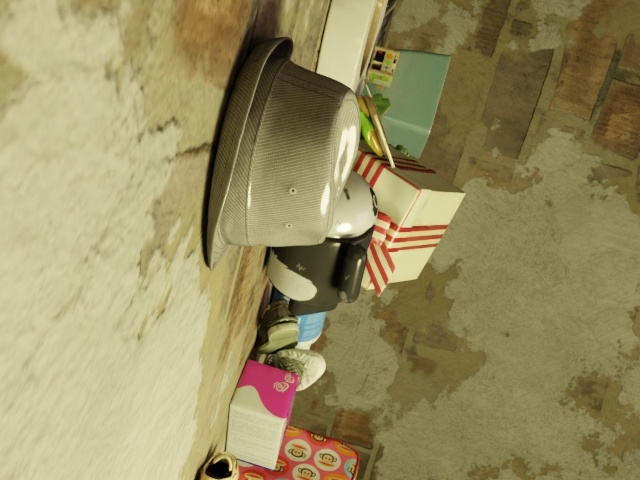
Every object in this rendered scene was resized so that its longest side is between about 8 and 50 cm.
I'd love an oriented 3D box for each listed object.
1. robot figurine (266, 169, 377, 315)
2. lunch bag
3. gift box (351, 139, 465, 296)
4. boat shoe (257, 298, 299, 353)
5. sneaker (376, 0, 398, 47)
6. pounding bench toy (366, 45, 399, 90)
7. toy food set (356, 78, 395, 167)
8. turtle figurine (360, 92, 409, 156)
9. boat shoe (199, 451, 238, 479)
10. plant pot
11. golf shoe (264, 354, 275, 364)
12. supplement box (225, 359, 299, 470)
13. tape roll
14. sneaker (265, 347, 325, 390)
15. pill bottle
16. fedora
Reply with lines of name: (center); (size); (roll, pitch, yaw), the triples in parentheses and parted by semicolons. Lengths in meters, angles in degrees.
robot figurine: (0.003, 0.001, 1.281); (0.173, 0.209, 0.278); (-47, 157, -53)
lunch bag: (-0.069, 0.542, 1.649); (0.258, 0.293, 0.120); (-59, 163, -63)
gift box: (0.105, -0.038, 1.463); (0.258, 0.255, 0.276); (-1, 118, -56)
boat shoe: (-0.086, 0.179, 1.479); (0.228, 0.081, 0.068); (117, -38, -66)
sneaker: (0.115, -0.488, 1.626); (0.130, 0.087, 0.227); (-64, 173, -80)
pounding bench toy: (0.129, -0.356, 1.516); (0.083, 0.052, 0.065); (92, 14, -77)
toy food set: (0.096, -0.217, 1.383); (0.192, 0.038, 0.132); (-94, 163, -60)
turtle figurine: (0.105, -0.255, 1.665); (0.266, 0.275, 0.198); (93, -21, -58)
boat shoe: (-0.171, 0.398, 1.258); (0.170, 0.063, 0.059); (-46, 158, -81)
plant pot: (0.218, -0.420, 2.162); (0.247, 0.252, 0.248); (91, 15, -79)
golf shoe: (-0.128, 0.366, 1.848); (0.094, 0.077, 0.198); (151, -39, -74)
supplement box: (-0.121, 0.355, 1.477); (0.220, 0.114, 0.111); (100, 8, -48)
tape roll: (0.071, -0.410, 1.364); (0.392, 0.072, 0.392); (15, 90, -87)
sneaker: (-0.051, 0.267, 1.549); (0.115, 0.090, 0.232); (-17, 173, -40)
pill bottle: (-0.049, 0.153, 1.591); (0.124, 0.124, 0.221); (-70, 174, -50)
fedora: (-0.031, -0.080, 0.797); (0.243, 0.124, 0.275); (-69, 174, -50)
